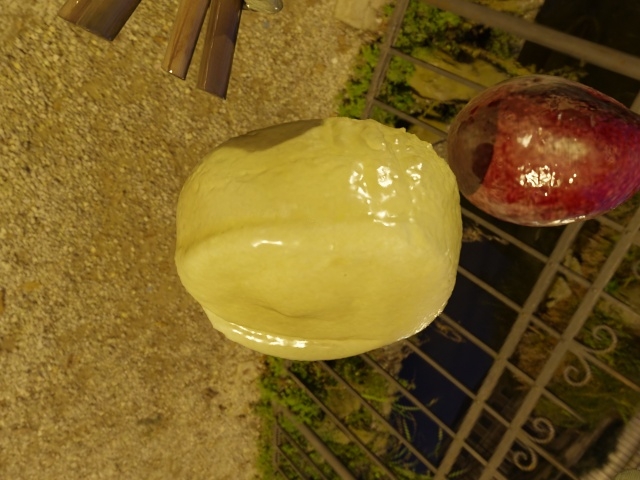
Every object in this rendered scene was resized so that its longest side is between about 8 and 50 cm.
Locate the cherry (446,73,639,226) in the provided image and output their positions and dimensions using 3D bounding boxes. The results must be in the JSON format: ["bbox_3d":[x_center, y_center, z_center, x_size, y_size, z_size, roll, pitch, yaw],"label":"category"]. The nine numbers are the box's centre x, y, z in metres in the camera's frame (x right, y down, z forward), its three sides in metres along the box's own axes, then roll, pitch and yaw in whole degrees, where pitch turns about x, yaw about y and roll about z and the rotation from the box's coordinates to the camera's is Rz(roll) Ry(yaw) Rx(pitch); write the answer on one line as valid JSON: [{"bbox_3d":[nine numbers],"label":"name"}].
[{"bbox_3d":[0.307,-0.122,0.780,0.230,0.301,0.202,-16,114,-50],"label":"cherry"}]

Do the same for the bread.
[{"bbox_3d":[-0.001,-0.010,0.654,0.321,0.237,0.320,-3,147,-2],"label":"bread"}]

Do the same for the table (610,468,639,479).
[{"bbox_3d":[0.310,0.339,0.538,0.198,0.167,0.166,-47,144,-8],"label":"table"}]

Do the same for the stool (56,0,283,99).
[{"bbox_3d":[-0.275,-0.427,1.036,0.311,0.310,0.226,20,102,-38],"label":"stool"}]
